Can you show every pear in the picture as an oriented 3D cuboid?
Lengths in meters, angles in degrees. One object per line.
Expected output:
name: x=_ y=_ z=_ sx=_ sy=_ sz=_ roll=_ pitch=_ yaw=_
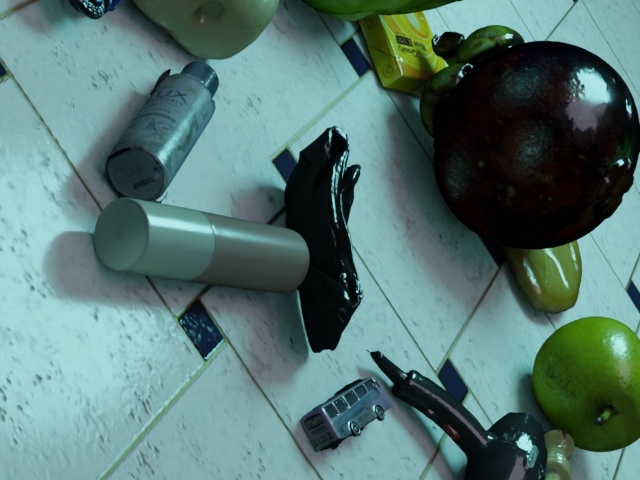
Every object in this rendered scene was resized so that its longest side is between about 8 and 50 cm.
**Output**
pear: x=0.365 y=0.198 z=1.965 sx=0.216 sy=0.166 sz=0.180 roll=-92 pitch=162 yaw=-68

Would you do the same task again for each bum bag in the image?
bum bag: x=0.000 y=0.000 z=1.619 sx=0.060 sy=0.123 sz=0.248 roll=17 pitch=49 yaw=-23

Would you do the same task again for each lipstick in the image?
lipstick: x=-0.110 y=0.008 z=1.477 sx=0.254 sy=0.070 sz=0.070 roll=11 pitch=56 yaw=-55

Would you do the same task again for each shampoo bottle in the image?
shampoo bottle: x=-0.153 y=-0.116 z=1.522 sx=0.072 sy=0.072 sz=0.214 roll=51 pitch=30 yaw=-18

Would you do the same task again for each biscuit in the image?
biscuit: x=0.320 y=0.011 z=2.198 sx=0.203 sy=0.041 sz=0.260 roll=48 pitch=30 yaw=-23

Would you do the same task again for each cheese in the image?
cheese: x=-0.133 y=-0.311 z=1.674 sx=0.218 sy=0.117 sz=0.235 roll=57 pitch=32 yaw=-12

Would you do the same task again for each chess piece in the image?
chess piece: x=0.288 y=0.293 z=1.889 sx=0.060 sy=0.060 sz=0.172 roll=51 pitch=28 yaw=-18

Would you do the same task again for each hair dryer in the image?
hair dryer: x=0.134 y=0.228 z=1.706 sx=0.272 sy=0.091 sz=0.235 roll=42 pitch=42 yaw=-9

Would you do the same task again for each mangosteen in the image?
mangosteen: x=0.278 y=-0.138 z=2.022 sx=0.311 sy=0.311 sz=0.311 roll=39 pitch=36 yaw=-35

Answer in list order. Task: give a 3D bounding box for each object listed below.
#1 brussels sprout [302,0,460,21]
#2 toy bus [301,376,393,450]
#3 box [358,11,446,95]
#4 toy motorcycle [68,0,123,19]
brussels sprout: x=0.081 y=-0.395 z=1.947 sx=0.259 sy=0.294 sz=0.227 roll=-81 pitch=170 yaw=-67
toy bus: x=0.028 y=0.181 z=1.585 sx=0.052 sy=0.037 sz=0.131 roll=59 pitch=30 yaw=5
box: x=0.094 y=-0.332 z=2.133 sx=0.152 sy=0.043 sz=0.269 roll=2 pitch=62 yaw=-56
toy motorcycle: x=-0.244 y=-0.305 z=1.541 sx=0.114 sy=0.076 sz=0.205 roll=22 pitch=44 yaw=-61
